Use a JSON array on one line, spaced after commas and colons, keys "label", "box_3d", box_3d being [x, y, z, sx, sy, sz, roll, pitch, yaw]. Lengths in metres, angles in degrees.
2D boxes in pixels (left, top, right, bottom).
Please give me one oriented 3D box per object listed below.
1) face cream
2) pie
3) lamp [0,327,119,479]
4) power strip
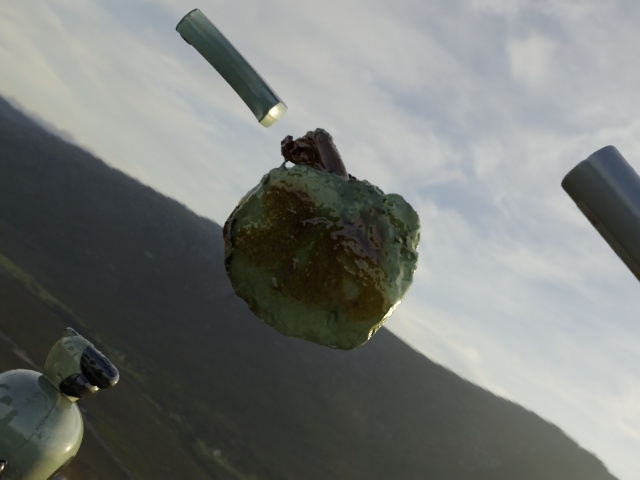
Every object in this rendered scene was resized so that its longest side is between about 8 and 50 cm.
[{"label": "face cream", "box_3d": [0.286, 0.012, 0.603, 0.198, 0.057, 0.084, 58, 16, 16]}, {"label": "pie", "box_3d": [-0.004, 0.009, 0.980, 0.274, 0.257, 0.105, 42, 0, 13]}, {"label": "lamp", "box_3d": [-0.423, 0.255, 1.070, 0.198, 0.244, 0.197, 41, -18, 16]}, {"label": "power strip", "box_3d": [-0.150, -0.293, 1.204, 0.253, 0.054, 0.167, 48, 6, 4]}]
